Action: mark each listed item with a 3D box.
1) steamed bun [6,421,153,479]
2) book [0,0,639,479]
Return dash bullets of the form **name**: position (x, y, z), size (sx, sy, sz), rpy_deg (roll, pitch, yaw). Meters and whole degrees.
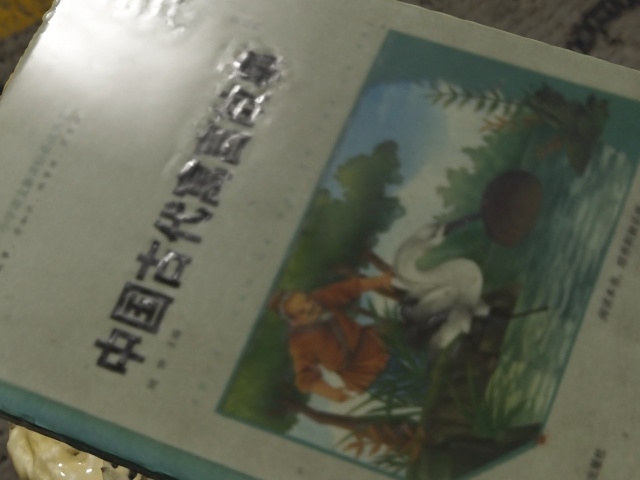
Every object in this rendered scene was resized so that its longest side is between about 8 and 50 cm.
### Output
- **steamed bun**: position (-0.070, 0.194, 0.869), size (0.292, 0.137, 0.295), rpy_deg (25, 46, -39)
- **book**: position (0.000, 0.000, 0.518), size (0.282, 0.025, 0.215), rpy_deg (17, 66, 15)
